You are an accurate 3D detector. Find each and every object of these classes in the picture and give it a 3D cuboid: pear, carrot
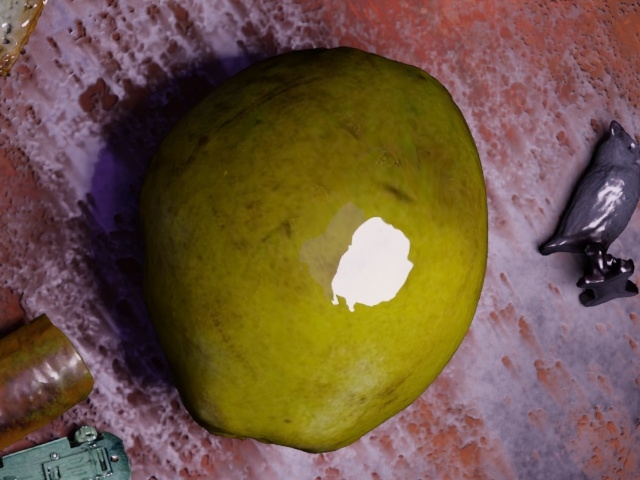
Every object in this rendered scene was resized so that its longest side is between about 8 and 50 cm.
[{"bbox_3d":[0.000,0.000,1.071,0.352,0.352,0.413,18,78,-17],"label":"pear"},{"bbox_3d":[-0.375,0.185,1.071,0.302,0.114,0.114,-30,101,-18],"label":"carrot"}]

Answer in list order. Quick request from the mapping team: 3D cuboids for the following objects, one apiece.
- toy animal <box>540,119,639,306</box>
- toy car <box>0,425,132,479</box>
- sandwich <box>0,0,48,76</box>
[{"bbox_3d":[0.326,-0.034,1.306,0.117,0.121,0.210,-2,72,25],"label":"toy animal"},{"bbox_3d":[-0.288,0.252,1.123,0.186,0.058,0.093,-14,53,-16],"label":"toy car"},{"bbox_3d":[-0.372,-0.323,1.050,0.273,0.095,0.249,25,83,-17],"label":"sandwich"}]
